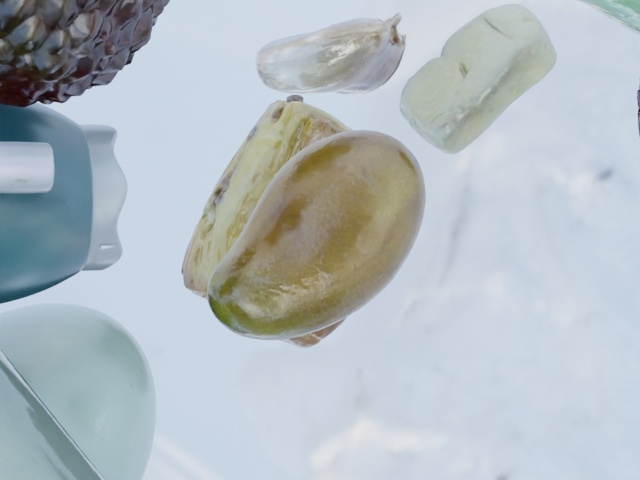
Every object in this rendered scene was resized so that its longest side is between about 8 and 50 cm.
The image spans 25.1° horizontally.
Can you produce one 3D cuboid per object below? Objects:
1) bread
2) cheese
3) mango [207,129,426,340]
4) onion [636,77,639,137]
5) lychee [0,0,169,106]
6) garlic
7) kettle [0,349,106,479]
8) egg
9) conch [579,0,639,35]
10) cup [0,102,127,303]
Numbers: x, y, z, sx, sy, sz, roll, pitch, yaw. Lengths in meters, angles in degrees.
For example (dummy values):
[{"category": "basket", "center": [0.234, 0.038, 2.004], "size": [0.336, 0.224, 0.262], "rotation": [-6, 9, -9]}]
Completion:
[{"category": "bread", "center": [-0.018, -0.011, 1.515], "size": [0.210, 0.235, 0.099], "rotation": [32, 176, -39]}, {"category": "cheese", "center": [0.250, -0.257, 2.267], "size": [0.093, 0.263, 0.159], "rotation": [44, -178, -45]}, {"category": "mango", "center": [0.000, 0.000, 1.224], "size": [0.136, 0.227, 0.099], "rotation": [48, 159, -5]}, {"category": "onion", "center": [0.236, -0.062, 0.634], "size": [0.219, 0.252, 0.252], "rotation": [12, 125, 55]}, {"category": "lychee", "center": [-0.192, -0.210, 0.909], "size": [0.236, 0.236, 0.271], "rotation": [38, 103, 27]}, {"category": "garlic", "center": [0.022, -0.255, 2.042], "size": [0.228, 0.217, 0.110], "rotation": [-3, 101, 54]}, {"category": "kettle", "center": [-0.188, 0.306, 0.925], "size": [0.377, 0.250, 0.361], "rotation": [46, 149, 9]}, {"category": "egg", "center": [-0.264, 0.183, 1.221], "size": [0.230, 0.371, 0.230], "rotation": [10, 120, 18]}, {"category": "conch", "center": [0.332, -0.250, 1.324], "size": [0.143, 0.250, 0.137], "rotation": [28, 99, 44]}, {"category": "cup", "center": [-0.234, -0.032, 1.032], "size": [0.299, 0.173, 0.168], "rotation": [163, 104, -68]}]
